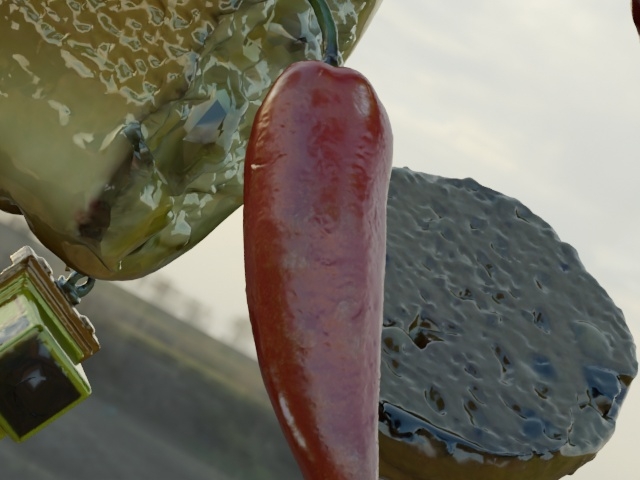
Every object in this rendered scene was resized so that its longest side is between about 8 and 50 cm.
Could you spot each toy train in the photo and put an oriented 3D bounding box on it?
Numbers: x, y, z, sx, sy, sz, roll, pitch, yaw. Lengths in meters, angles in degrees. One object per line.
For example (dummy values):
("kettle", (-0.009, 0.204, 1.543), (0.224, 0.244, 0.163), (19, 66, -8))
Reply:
("toy train", (-0.230, 0.090, 1.257), (0.089, 0.219, 0.127), (59, -5, -29))

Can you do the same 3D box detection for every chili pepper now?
("chili pepper", (0.000, 0.000, 0.909), (0.071, 0.272, 0.063), (4, -21, -13))

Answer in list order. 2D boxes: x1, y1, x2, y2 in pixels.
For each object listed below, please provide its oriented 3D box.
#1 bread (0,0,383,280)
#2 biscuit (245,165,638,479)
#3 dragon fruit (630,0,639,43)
("bread", (-0.098, -0.141, 1.163), (0.270, 0.315, 0.211), (33, -1, 27))
("biscuit", (0.079, 0.062, 1.365), (0.296, 0.075, 0.296), (18, 40, -16))
("dragon fruit", (0.196, -0.206, 0.978), (0.307, 0.227, 0.243), (41, 35, 13))
